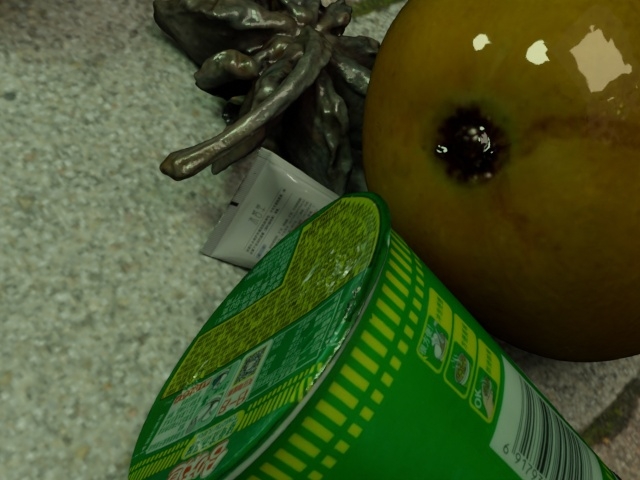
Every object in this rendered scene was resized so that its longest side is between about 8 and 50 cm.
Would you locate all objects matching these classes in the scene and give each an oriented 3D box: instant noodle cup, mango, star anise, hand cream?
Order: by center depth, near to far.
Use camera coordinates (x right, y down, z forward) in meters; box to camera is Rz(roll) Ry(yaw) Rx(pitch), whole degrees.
[{"bbox_3d":[0.049,0.119,0.482,0.233,0.207,0.207,39,53,-16],"label":"instant noodle cup"},{"bbox_3d":[0.000,0.000,0.586,0.142,0.084,0.053,25,19,-20],"label":"hand cream"},{"bbox_3d":[0.184,-0.047,0.602,0.378,0.221,0.263,18,76,-47],"label":"mango"},{"bbox_3d":[-0.023,-0.117,0.613,0.209,0.089,0.231,20,49,-15],"label":"star anise"}]
